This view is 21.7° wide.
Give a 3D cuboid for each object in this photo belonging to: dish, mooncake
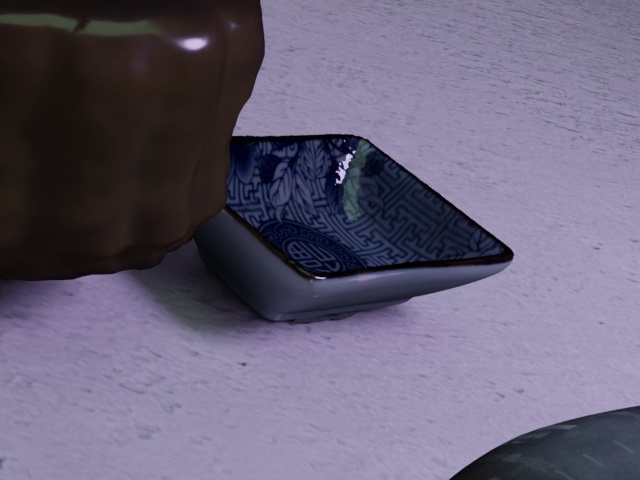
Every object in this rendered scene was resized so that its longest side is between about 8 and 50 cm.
[{"bbox_3d":[0.000,0.000,1.217,0.182,0.080,0.243,40,28,32],"label":"dish"},{"bbox_3d":[-0.198,-0.103,1.026,0.324,0.187,0.324,9,25,-4],"label":"mooncake"}]

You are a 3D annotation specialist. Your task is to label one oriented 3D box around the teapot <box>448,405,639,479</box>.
[{"bbox_3d":[0.135,0.182,0.823,0.312,0.233,0.315,6,0,-33],"label":"teapot"}]
